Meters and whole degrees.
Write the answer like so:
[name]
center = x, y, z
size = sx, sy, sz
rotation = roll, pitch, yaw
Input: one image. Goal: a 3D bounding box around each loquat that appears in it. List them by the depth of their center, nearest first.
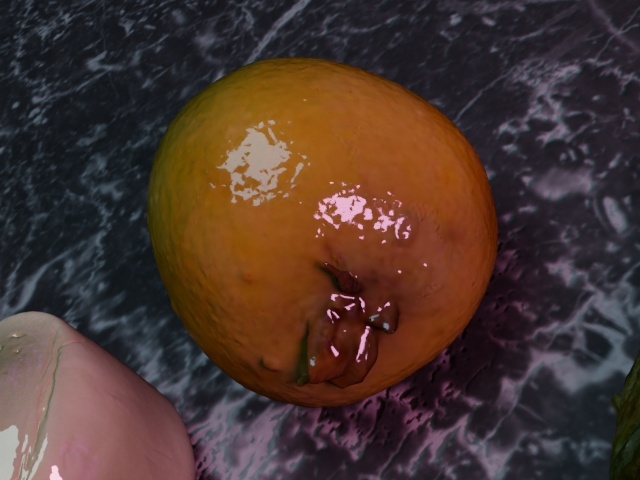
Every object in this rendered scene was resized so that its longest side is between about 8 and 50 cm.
[loquat]
center = 0.000, 0.000, 1.002
size = 0.274, 0.275, 0.275
rotation = -22, 43, 22

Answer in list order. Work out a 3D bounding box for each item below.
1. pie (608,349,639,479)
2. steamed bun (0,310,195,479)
[pie]
center = 0.266, 0.050, 0.792
size = 0.277, 0.078, 0.277
rotation = -53, 13, 18
[steamed bun]
center = -0.204, 0.186, 1.037
size = 0.154, 0.200, 0.250
rotation = -20, 47, 23
